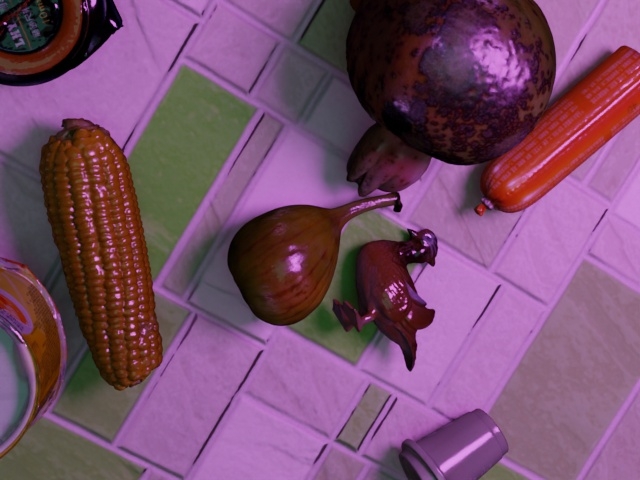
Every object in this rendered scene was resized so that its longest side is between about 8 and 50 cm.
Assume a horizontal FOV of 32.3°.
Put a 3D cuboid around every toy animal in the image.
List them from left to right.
[{"bbox_3d":[0.115,0.082,1.554,0.179,0.089,0.188,-31,99,-19],"label":"toy animal"}]

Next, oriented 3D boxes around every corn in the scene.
[{"bbox_3d":[-0.285,0.018,1.448,0.121,0.120,0.363,-11,100,-8],"label":"corn"}]

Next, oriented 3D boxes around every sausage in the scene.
[{"bbox_3d":[0.335,-0.140,1.544,0.312,0.093,0.093,-40,104,0],"label":"sausage"}]

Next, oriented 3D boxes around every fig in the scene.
[{"bbox_3d":[0.000,0.000,1.480,0.259,0.151,0.151,-33,104,-2],"label":"fig"}]

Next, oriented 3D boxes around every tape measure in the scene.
[{"bbox_3d":[-0.368,-0.298,1.371,0.223,0.135,0.202,-23,113,-3],"label":"tape measure"}]

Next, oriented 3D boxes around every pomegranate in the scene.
[{"bbox_3d":[0.139,-0.189,1.425,0.285,0.285,0.340,27,119,-14],"label":"pomegranate"}]

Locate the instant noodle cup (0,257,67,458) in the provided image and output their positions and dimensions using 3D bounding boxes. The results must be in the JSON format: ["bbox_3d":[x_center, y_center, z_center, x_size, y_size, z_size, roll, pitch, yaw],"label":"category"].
[{"bbox_3d":[-0.434,0.153,1.310,0.265,0.200,0.264,-2,98,-11],"label":"instant noodle cup"}]

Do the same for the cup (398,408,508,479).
[{"bbox_3d":[0.195,0.312,1.592,0.141,0.120,0.120,-31,104,-11],"label":"cup"}]

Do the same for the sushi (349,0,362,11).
[{"bbox_3d":[0.067,-0.342,1.479,0.052,0.055,0.120,-7,112,-20],"label":"sushi"}]
